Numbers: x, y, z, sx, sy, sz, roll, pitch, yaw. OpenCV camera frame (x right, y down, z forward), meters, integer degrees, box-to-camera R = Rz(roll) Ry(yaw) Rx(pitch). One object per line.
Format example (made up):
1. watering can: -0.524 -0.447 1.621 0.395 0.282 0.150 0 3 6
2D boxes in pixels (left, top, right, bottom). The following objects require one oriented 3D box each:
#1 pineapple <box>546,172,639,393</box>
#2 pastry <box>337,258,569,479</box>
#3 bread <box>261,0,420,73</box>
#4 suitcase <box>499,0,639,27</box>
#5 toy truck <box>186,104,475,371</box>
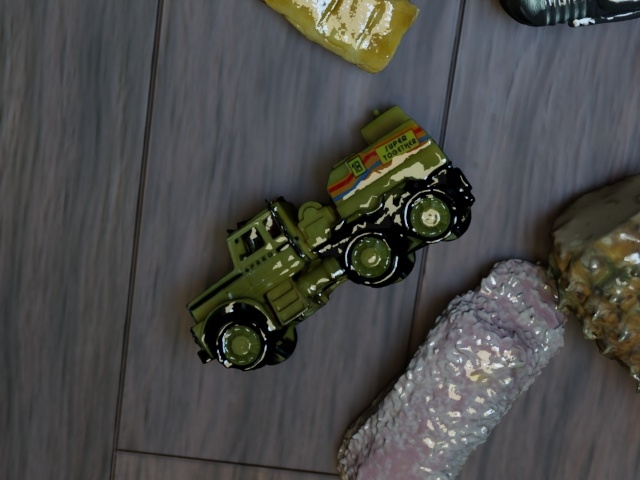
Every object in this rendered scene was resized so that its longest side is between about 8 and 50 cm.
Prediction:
1. pineapple: 0.305 0.102 1.061 0.141 0.170 0.310 -22 108 32
2. pastry: 0.112 0.130 1.081 0.103 0.112 0.265 36 98 3
3. bread: 0.010 -0.195 1.035 0.132 0.053 0.074 35 99 -7
4. suitcase: 0.211 -0.325 0.972 0.202 0.128 0.312 -13 102 1
5. toy truck: 0.001 0.005 1.049 0.257 0.127 0.127 -38 86 7
